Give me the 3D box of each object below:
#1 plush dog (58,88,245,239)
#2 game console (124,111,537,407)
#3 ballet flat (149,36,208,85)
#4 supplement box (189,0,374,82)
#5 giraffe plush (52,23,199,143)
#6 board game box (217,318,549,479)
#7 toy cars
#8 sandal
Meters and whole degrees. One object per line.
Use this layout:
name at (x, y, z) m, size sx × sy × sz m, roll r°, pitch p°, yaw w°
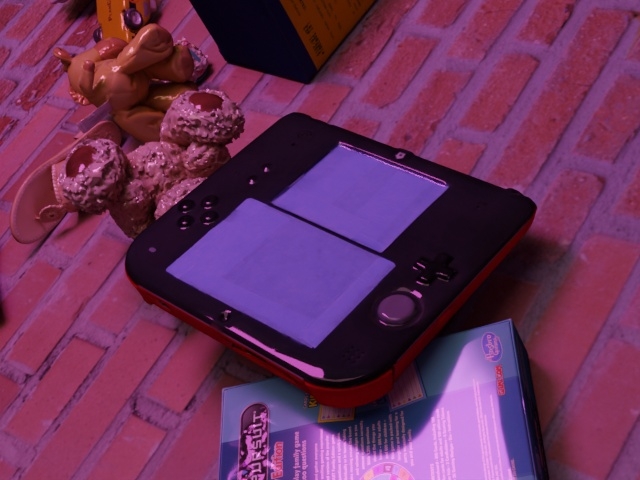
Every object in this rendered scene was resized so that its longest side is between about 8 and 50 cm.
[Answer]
plush dog at (-0.182, -0.037, 1.397) m, size 0.262 × 0.211 × 0.225 m, roll -28°, pitch 61°, yaw -19°
game console at (0.000, 0.000, 1.208) m, size 0.386 × 0.060 × 0.342 m, roll 25°, pitch 59°, yaw 35°
ballet flat at (-0.292, -0.292, 1.721) m, size 0.241 × 0.077 × 0.091 m, roll -3°, pitch 51°, yaw 27°
supplement box at (-0.021, -0.448, 1.621) m, size 0.195 × 0.194 × 0.356 m, roll 22°, pitch 65°, yaw 39°
giraffe plush at (-0.315, -0.247, 1.623) m, size 0.210 × 0.181 × 0.170 m, roll -27°, pitch 36°, yaw -25°
board game box at (0.059, 0.240, 1.081) m, size 0.336 × 0.079 × 0.254 m, roll -16°, pitch 47°, yaw 17°
toy cars at (-0.393, -0.466, 1.886) m, size 0.394 × 0.087 × 0.176 m, roll 46°, pitch 116°, yaw 35°
sandal at (-0.367, -0.092, 1.586) m, size 0.079 × 0.088 × 0.240 m, roll 9°, pitch 53°, yaw 41°
